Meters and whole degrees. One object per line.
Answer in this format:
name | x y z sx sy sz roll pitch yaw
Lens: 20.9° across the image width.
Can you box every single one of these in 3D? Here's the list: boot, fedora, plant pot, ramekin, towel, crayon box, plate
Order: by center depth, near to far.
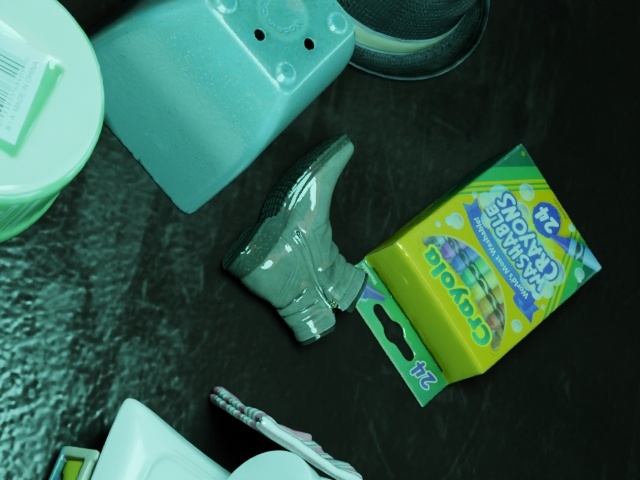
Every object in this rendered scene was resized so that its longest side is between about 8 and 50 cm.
ramekin | -0.385 -0.153 1.895 0.303 0.148 0.303 10 70 -30
plate | -0.160 0.356 1.903 0.278 0.045 0.277 43 55 -35
towel | -0.040 0.221 1.977 0.144 0.197 0.029 33 84 -20
plant pot | -0.104 -0.222 2.034 0.247 0.252 0.248 50 56 -11
boot | 0.000 0.000 2.142 0.161 0.083 0.246 43 66 -16
crayon box | 0.200 0.042 2.250 0.323 0.083 0.203 -37 96 -34
fedora | 0.121 -0.372 2.284 0.334 0.152 0.334 10 71 -30

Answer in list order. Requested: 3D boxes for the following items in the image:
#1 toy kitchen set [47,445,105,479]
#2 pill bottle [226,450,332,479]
toy kitchen set | -0.343 0.261 1.838 0.207 0.122 0.166 44 54 -38
pill bottle | -0.001 0.356 1.929 0.264 0.153 0.153 53 51 -39
